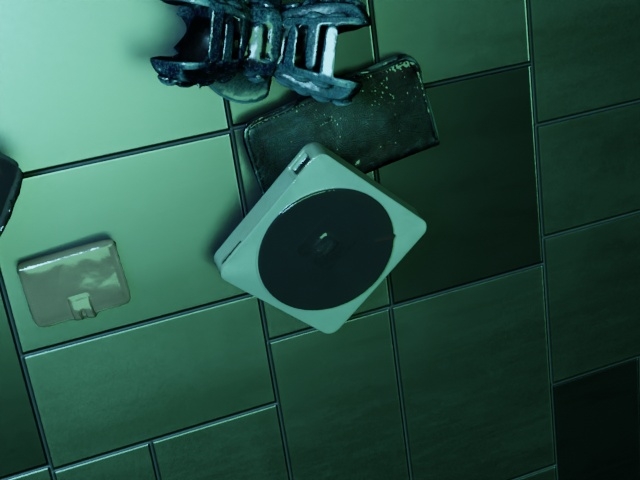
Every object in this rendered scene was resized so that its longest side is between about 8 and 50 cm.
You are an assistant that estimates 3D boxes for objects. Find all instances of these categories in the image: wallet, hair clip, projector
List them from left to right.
[{"bbox_3d":[-0.374,0.066,1.496,0.153,0.039,0.118,-15,109,-13],"label":"wallet"},{"bbox_3d":[-0.089,-0.290,1.406,0.310,0.206,0.194,6,99,-18],"label":"hair clip"},{"bbox_3d":[0.000,0.000,1.577,0.259,0.079,0.257,32,107,-33],"label":"projector"},{"bbox_3d":[0.033,-0.174,1.575,0.318,0.045,0.172,-25,116,-13],"label":"wallet"}]

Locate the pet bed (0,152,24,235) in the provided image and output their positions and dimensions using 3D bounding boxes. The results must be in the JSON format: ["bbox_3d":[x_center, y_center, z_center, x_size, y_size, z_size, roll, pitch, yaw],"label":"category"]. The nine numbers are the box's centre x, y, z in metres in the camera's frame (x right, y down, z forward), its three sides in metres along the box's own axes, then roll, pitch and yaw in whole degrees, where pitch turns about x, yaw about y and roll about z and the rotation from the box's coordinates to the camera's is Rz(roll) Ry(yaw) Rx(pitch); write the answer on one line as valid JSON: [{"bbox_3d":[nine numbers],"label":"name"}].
[{"bbox_3d":[-0.538,-0.056,1.341,0.211,0.159,0.183,24,70,-27],"label":"pet bed"}]
